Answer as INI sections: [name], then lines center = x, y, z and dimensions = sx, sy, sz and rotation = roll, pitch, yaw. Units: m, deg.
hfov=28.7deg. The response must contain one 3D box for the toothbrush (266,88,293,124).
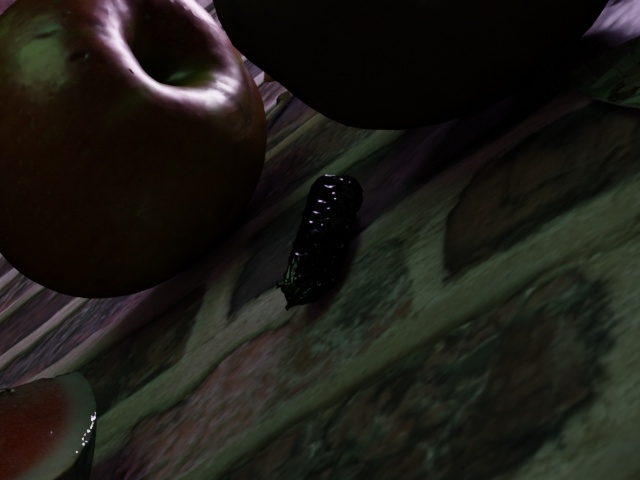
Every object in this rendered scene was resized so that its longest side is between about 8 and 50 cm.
[toothbrush]
center = -0.037, -0.212, 1.695
dimensions = 0.026, 0.028, 0.294
rotation = -24, 20, 43

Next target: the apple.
[apple]
center = -0.232, -0.108, 1.359
dimensions = 0.339, 0.339, 0.339
rotation = -38, 18, 14

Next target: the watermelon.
[watermelon]
center = -0.276, 0.210, 0.982
dimensions = 0.256, 0.176, 0.260
rotation = -52, 40, -4

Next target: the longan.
[longan]
center = 0.085, -0.272, 1.037
dimensions = 0.404, 0.336, 0.404
rotation = -51, -2, -2

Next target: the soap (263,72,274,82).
[soap]
center = 0.071, -0.336, 1.524
dimensions = 0.427, 0.115, 0.306
rotation = -7, 53, 55

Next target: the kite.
[kite]
center = 0.268, -0.161, 0.915
dimensions = 0.229, 0.012, 0.250
rotation = -23, 25, 39

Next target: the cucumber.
[cucumber]
center = 0.000, 0.000, 1.060
dimensions = 0.053, 0.053, 0.181
rotation = -31, 22, 32
